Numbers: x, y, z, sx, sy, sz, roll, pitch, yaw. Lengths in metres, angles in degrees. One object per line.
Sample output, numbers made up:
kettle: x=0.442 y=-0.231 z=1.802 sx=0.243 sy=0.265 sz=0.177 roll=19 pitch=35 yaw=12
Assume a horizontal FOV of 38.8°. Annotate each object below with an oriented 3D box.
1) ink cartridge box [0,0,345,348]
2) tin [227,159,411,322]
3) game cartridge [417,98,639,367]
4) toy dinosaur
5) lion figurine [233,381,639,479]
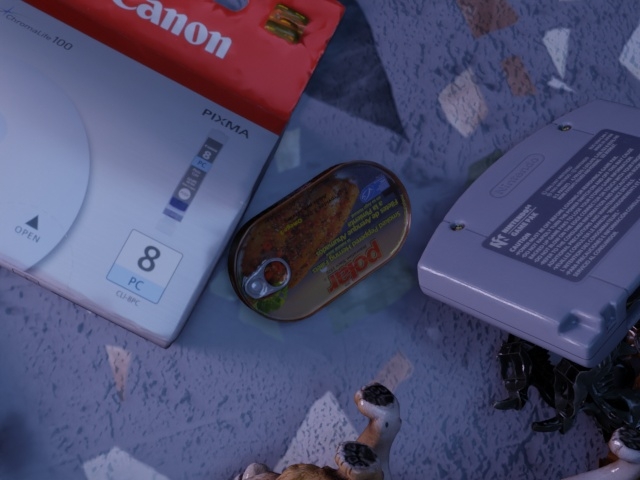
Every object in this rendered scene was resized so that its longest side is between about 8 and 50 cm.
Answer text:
ink cartridge box: x=-0.185 y=-0.138 z=0.841 sx=0.308 sy=0.091 sz=0.384 roll=27 pitch=81 yaw=-3
tin: x=0.000 y=0.000 z=0.856 sx=0.190 sy=0.040 sz=0.106 roll=-34 pitch=101 yaw=-17
game cartridge: x=0.235 y=-0.023 z=0.820 sx=0.297 sy=0.198 sz=0.062 roll=-40 pitch=130 yaw=-28
toy dinosaur: x=0.292 y=0.148 z=0.842 sx=0.218 sy=0.164 sz=0.321 roll=29 pitch=63 yaw=-18
lion figurine: x=0.097 y=0.252 z=0.757 sx=0.392 sy=0.142 sz=0.240 roll=14 pitch=121 yaw=2
